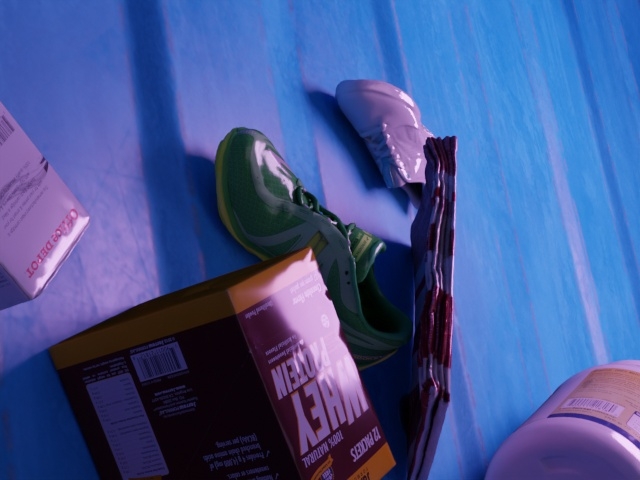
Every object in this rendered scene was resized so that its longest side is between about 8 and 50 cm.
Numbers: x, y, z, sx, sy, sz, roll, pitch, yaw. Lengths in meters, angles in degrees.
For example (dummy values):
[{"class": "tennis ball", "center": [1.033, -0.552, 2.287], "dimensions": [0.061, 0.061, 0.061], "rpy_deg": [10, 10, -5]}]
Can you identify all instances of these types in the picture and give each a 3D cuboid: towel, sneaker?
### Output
[{"class": "towel", "center": [0.116, 0.080, 1.361], "dimensions": [0.237, 0.037, 0.329], "rpy_deg": [93, 2, -56]}, {"class": "sneaker", "center": [0.088, -0.112, 1.502], "dimensions": [0.212, 0.080, 0.094], "rpy_deg": [40, 54, -42]}, {"class": "sneaker", "center": [0.000, 0.000, 1.251], "dimensions": [0.295, 0.123, 0.109], "rpy_deg": [56, 35, -21]}]

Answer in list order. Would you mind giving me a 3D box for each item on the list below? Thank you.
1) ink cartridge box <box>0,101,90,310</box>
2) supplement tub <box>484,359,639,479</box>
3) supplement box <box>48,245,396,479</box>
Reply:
[{"class": "ink cartridge box", "center": [-0.257, -0.034, 0.930], "dimensions": [0.150, 0.063, 0.109], "rpy_deg": [56, 34, -24]}, {"class": "supplement tub", "center": [0.357, 0.286, 1.547], "dimensions": [0.316, 0.228, 0.228], "rpy_deg": [-24, 94, -58]}, {"class": "supplement box", "center": [-0.077, 0.134, 0.994], "dimensions": [0.129, 0.191, 0.194], "rpy_deg": [-28, 98, -58]}]
